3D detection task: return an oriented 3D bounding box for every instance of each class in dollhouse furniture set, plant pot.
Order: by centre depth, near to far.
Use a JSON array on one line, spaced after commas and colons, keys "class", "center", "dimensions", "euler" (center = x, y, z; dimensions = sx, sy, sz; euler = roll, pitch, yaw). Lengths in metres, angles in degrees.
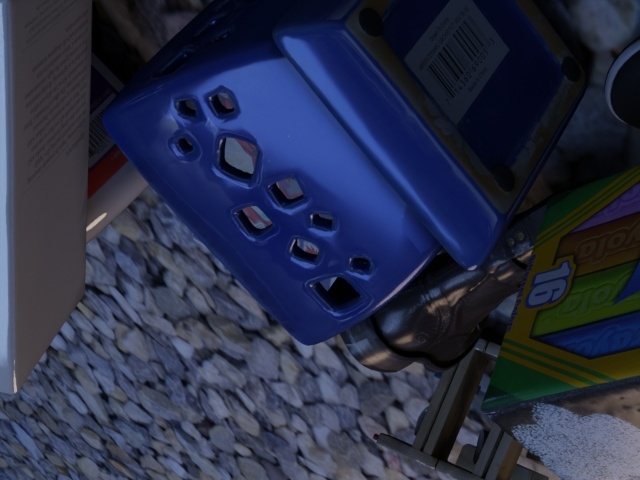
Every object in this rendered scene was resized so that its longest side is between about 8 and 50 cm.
[{"class": "plant pot", "center": [0.035, -0.096, 0.881], "dimensions": [0.212, 0.236, 0.236], "euler": [-21, 115, 47]}, {"class": "dollhouse furniture set", "center": [0.157, 0.172, 1.224], "dimensions": [0.129, 0.129, 0.184], "euler": [21, 174, 25]}]

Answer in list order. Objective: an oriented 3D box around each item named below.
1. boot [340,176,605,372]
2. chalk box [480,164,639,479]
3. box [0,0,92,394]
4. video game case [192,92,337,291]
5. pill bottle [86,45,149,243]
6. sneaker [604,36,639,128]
[{"class": "boot", "center": [0.154, 0.024, 1.001], "dimensions": [0.229, 0.263, 0.091], "euler": [-31, 80, 25]}, {"class": "chalk box", "center": [0.271, 0.050, 0.715], "dimensions": [0.180, 0.179, 0.289], "euler": [41, 143, -24]}, {"class": "box", "center": [-0.315, -0.078, 1.018], "dimensions": [0.215, 0.168, 0.345], "euler": [12, 120, 7]}, {"class": "video game case", "center": [-0.034, -0.036, 1.124], "dimensions": [0.201, 0.023, 0.183], "euler": [30, 129, 31]}, {"class": "pill bottle", "center": [-0.304, -0.146, 1.182], "dimensions": [0.323, 0.181, 0.181], "euler": [46, 147, -13]}, {"class": "sneaker", "center": [0.276, -0.081, 0.782], "dimensions": [0.235, 0.097, 0.084], "euler": [7, 136, 39]}]
